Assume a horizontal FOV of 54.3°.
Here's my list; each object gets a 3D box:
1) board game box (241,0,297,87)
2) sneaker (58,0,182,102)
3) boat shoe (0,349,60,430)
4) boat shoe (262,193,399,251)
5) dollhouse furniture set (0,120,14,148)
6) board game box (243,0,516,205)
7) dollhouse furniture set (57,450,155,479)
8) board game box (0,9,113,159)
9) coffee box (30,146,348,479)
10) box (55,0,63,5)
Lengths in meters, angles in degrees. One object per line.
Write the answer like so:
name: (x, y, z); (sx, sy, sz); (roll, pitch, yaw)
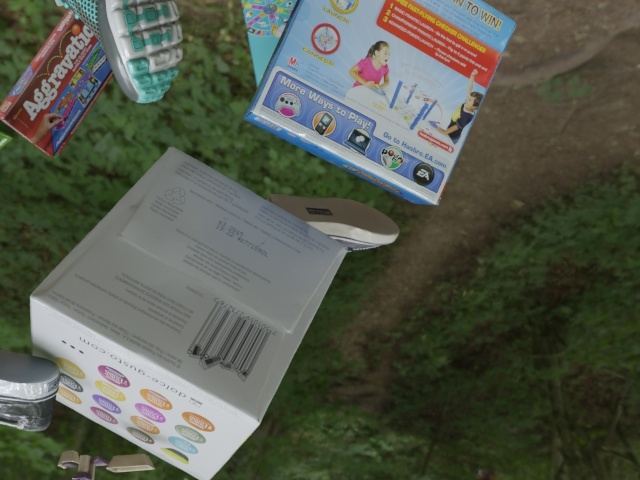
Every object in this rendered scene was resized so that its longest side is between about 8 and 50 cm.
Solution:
board game box: (-0.009, -0.425, 1.077); (0.254, 0.336, 0.079); (-6, -170, 21)
sneaker: (-0.147, -0.169, 0.412); (0.076, 0.166, 0.065); (-11, -170, 29)
boat shoe: (-0.522, 0.198, 0.873); (0.306, 0.104, 0.113); (12, -167, -5)
boat shoe: (0.000, 0.000, 1.345); (0.341, 0.158, 0.127); (7, -144, -30)
dollhouse furniture set: (-0.725, -0.212, 1.142); (0.151, 0.302, 0.197); (31, -145, -53)
board game box: (0.089, -0.251, 0.919); (0.308, 0.301, 0.086); (25, 178, -16)
dollhouse furniture set: (-0.309, 0.352, 0.904); (0.114, 0.081, 0.091); (-6, 149, 5)
board game box: (-0.441, -0.296, 1.105); (0.027, 0.281, 0.145); (24, 167, 21)
coffee box: (-0.215, 0.127, 1.013); (0.338, 0.338, 0.334); (31, 140, -3)
box: (-0.363, -0.490, 0.968); (0.181, 0.181, 0.119); (69, 166, -6)
